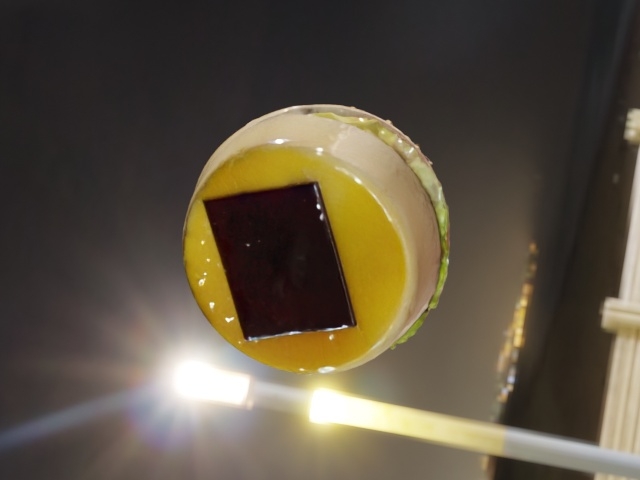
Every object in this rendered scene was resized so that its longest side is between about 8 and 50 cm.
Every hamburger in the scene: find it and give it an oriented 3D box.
[{"bbox_3d":[0.000,0.000,1.387,0.176,0.300,0.300,-55,-27,-63],"label":"hamburger"}]
